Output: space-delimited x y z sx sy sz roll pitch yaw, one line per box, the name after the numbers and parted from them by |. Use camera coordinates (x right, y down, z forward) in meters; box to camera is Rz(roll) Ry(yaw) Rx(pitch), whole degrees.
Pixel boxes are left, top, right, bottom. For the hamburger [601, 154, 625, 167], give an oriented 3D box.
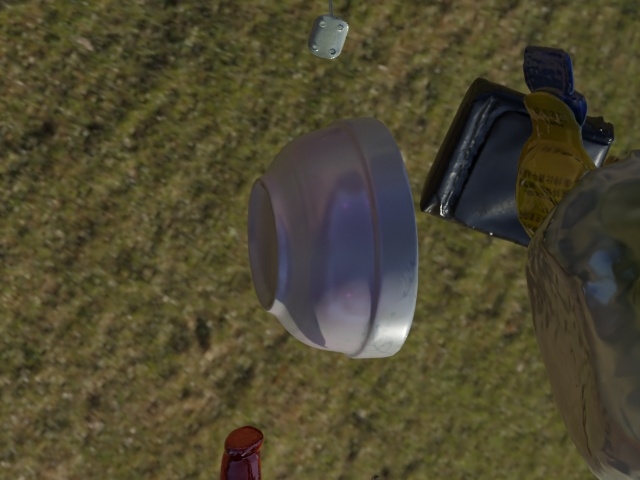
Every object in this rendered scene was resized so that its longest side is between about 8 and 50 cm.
0.477 0.036 2.004 0.162 0.209 0.330 1 100 -3 | hamburger

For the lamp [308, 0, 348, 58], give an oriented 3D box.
0.008 -0.317 1.623 0.050 0.198 0.056 10 133 -10 | lamp

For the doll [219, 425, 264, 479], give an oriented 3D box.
-0.054 0.356 1.093 0.099 0.188 0.384 -35 140 -63 | doll

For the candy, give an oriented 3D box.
0.375 0.054 0.991 0.427 0.386 0.186 -23 130 -8 | candy

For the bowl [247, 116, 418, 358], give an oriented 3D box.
0.000 0.000 1.466 0.144 0.287 0.287 -4 115 -15 | bowl

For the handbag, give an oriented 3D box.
0.282 -0.110 1.826 0.080 0.223 0.247 -78 -173 -50 | handbag

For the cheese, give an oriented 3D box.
0.246 -0.077 1.288 0.064 0.156 0.250 -19 113 -24 | cheese

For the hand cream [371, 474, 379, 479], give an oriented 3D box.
0.107 0.327 1.373 0.050 0.257 0.084 8 90 -29 | hand cream
